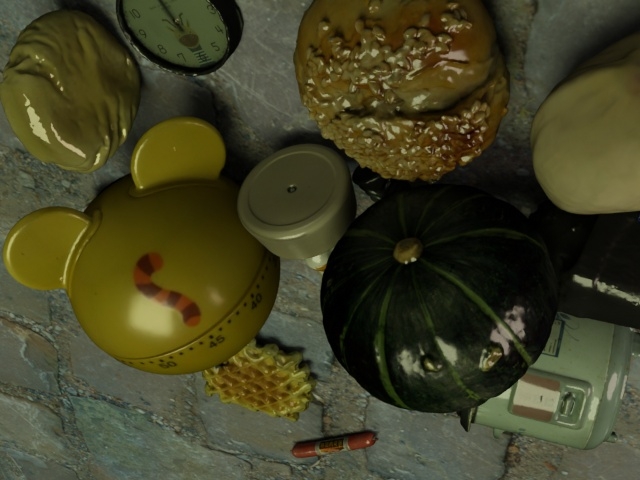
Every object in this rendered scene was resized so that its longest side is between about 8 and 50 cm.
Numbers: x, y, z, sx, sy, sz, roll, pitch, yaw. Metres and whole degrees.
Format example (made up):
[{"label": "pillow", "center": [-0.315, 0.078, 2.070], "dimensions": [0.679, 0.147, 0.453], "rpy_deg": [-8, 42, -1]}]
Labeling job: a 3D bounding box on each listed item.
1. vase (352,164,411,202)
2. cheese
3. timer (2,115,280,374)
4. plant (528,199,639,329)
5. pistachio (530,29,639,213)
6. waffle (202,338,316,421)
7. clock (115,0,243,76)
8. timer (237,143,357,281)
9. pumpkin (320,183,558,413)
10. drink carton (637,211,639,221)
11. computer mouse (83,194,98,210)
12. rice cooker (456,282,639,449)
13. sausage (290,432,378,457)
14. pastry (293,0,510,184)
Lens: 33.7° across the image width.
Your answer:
[{"label": "vase", "center": [0.140, -0.026, 1.605], "dimensions": [0.115, 0.115, 0.237], "rpy_deg": [-13, 124, 37]}, {"label": "cheese", "center": [-0.370, -0.215, 1.552], "dimensions": [0.117, 0.214, 0.226], "rpy_deg": [-1, 142, 34]}, {"label": "timer", "center": [-0.251, 0.015, 1.652], "dimensions": [0.376, 0.376, 0.387], "rpy_deg": [-7, 137, 33]}, {"label": "plant", "center": [0.399, 0.029, 1.462], "dimensions": [0.256, 0.164, 0.142], "rpy_deg": [27, 160, 21]}, {"label": "pistachio", "center": [0.374, -0.132, 1.288], "dimensions": [0.226, 0.207, 0.332], "rpy_deg": [12, 154, -18]}, {"label": "waffle", "center": [-0.129, 0.273, 2.119], "dimensions": [0.250, 0.056, 0.261], "rpy_deg": [14, 139, 12]}, {"label": "clock", "center": [-0.202, -0.310, 1.489], "dimensions": [0.185, 0.040, 0.184], "rpy_deg": [14, 141, 12]}, {"label": "timer", "center": [0.000, 0.000, 1.625], "dimensions": [0.175, 0.175, 0.266], "rpy_deg": [2, 146, 25]}, {"label": "pumpkin", "center": [0.156, 0.075, 1.419], "dimensions": [0.323, 0.323, 0.241], "rpy_deg": [-8, 146, 34]}, {"label": "drink carton", "center": [0.582, -0.003, 1.396], "dimensions": [0.315, 0.106, 0.130], "rpy_deg": [34, 142, -13]}, {"label": "computer mouse", "center": [-0.323, 0.000, 1.896], "dimensions": [0.126, 0.056, 0.245], "rpy_deg": [-7, 133, 33]}, {"label": "rice cooker", "center": [0.323, 0.177, 1.619], "dimensions": [0.317, 0.264, 0.316], "rpy_deg": [6, 117, 12]}, {"label": "sausage", "center": [0.027, 0.436, 2.244], "dimensions": [0.253, 0.034, 0.034], "rpy_deg": [-19, 125, 39]}, {"label": "pastry", "center": [0.096, -0.197, 1.354], "dimensions": [0.285, 0.184, 0.315], "rpy_deg": [6, 138, 22]}]
